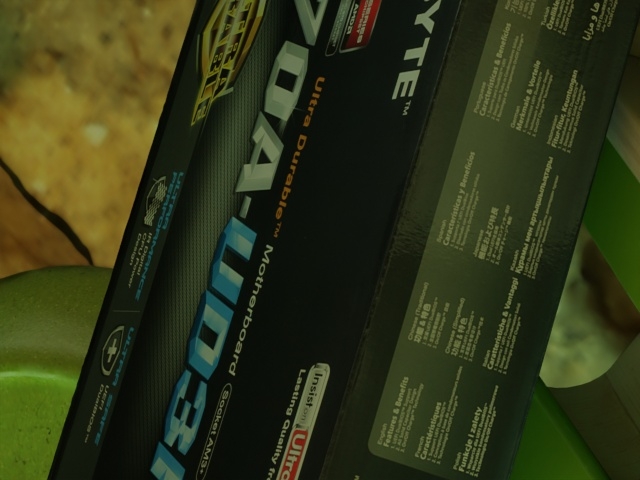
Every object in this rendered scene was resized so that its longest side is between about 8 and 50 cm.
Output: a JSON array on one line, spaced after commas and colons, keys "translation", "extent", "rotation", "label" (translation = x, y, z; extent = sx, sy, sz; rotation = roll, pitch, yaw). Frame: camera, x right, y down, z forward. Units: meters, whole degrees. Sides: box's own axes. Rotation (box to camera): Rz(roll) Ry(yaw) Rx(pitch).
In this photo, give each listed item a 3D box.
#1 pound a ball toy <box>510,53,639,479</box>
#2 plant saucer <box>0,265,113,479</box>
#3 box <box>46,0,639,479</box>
[{"translation": [0.106, 0.105, 0.505], "extent": [0.208, 0.136, 0.319], "rotation": [-56, 40, 26], "label": "pound a ball toy"}, {"translation": [-0.089, 0.130, 0.694], "extent": [0.241, 0.037, 0.241], "rotation": [3, 97, 27], "label": "plant saucer"}, {"translation": [0.000, 0.000, 0.514], "extent": [0.175, 0.051, 0.220], "rotation": [-1, 70, 64], "label": "box"}]
